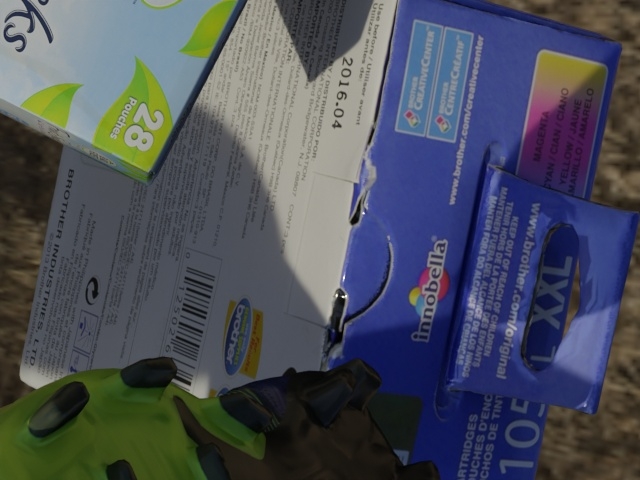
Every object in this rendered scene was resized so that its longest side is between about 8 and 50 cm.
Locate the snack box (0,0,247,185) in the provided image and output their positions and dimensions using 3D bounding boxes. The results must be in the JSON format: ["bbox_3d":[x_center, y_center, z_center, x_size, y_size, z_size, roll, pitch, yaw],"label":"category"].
[{"bbox_3d":[-0.123,-0.146,0.787,0.207,0.070,0.174,26,85,-5],"label":"snack box"}]

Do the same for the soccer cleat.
[{"bbox_3d":[-0.048,0.097,0.591,0.093,0.121,0.289,58,14,11],"label":"soccer cleat"}]

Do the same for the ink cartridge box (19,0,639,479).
[{"bbox_3d":[0.000,0.000,1.015,0.151,0.395,0.270,10,94,-31],"label":"ink cartridge box"}]
